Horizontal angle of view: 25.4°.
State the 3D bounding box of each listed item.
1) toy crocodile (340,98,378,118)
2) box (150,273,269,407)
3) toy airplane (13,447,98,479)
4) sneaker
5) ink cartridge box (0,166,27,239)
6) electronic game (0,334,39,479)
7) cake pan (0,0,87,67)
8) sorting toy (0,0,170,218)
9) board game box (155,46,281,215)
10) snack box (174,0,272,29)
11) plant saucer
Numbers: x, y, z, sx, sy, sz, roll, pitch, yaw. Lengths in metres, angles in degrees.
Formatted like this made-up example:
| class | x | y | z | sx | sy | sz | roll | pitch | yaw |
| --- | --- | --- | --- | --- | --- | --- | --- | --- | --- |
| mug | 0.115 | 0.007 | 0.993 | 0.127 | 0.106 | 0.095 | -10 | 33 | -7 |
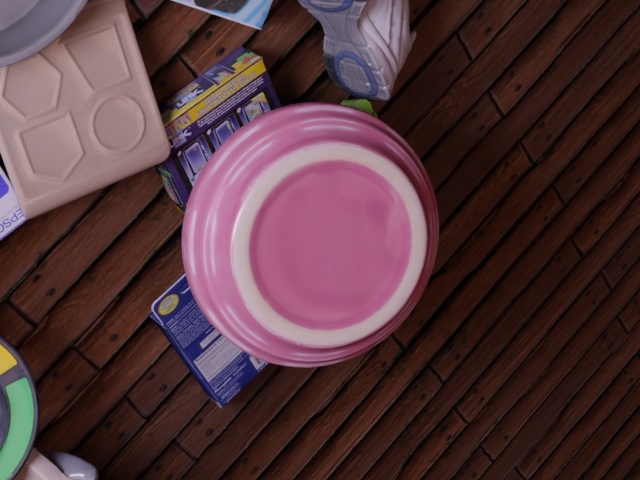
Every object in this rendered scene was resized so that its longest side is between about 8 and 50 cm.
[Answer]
| class | x | y | z | sx | sy | sz | roll | pitch | yaw |
| --- | --- | --- | --- | --- | --- | --- | --- | --- | --- |
| toy crocodile | -0.012 | -0.024 | 1.828 | 0.105 | 0.115 | 0.340 | 20 | 92 | -22 |
| box | -0.134 | 0.105 | 1.862 | 0.136 | 0.036 | 0.225 | -43 | 136 | -15 |
| toy airplane | -0.252 | 0.400 | 1.764 | 0.384 | 0.272 | 0.386 | 10 | 125 | -11 |
| sneaker | 0.046 | -0.308 | 1.746 | 0.129 | 0.111 | 0.297 | -57 | 151 | -27 |
| ink cartridge box | -0.440 | -0.042 | 1.504 | 0.206 | 0.045 | 0.208 | -40 | 132 | -16 |
| electronic game | -0.422 | 0.193 | 1.549 | 0.229 | 0.048 | 0.229 | -4 | 101 | -20 |
| cake pan | -0.346 | -0.317 | 1.407 | 0.293 | 0.054 | 0.293 | -18 | 119 | -36 |
| sorting toy | -0.276 | -0.151 | 1.571 | 0.193 | 0.038 | 0.208 | -26 | 116 | -28 |
| board game box | -0.126 | -0.130 | 1.727 | 0.170 | 0.048 | 0.141 | -37 | 131 | -18 |
| snack box | -0.089 | -0.413 | 1.587 | 0.187 | 0.060 | 0.322 | 11 | 106 | -44 |
| plant saucer | 0.000 | 0.000 | 1.731 | 0.332 | 0.084 | 0.332 | -4 | 101 | -19 |
